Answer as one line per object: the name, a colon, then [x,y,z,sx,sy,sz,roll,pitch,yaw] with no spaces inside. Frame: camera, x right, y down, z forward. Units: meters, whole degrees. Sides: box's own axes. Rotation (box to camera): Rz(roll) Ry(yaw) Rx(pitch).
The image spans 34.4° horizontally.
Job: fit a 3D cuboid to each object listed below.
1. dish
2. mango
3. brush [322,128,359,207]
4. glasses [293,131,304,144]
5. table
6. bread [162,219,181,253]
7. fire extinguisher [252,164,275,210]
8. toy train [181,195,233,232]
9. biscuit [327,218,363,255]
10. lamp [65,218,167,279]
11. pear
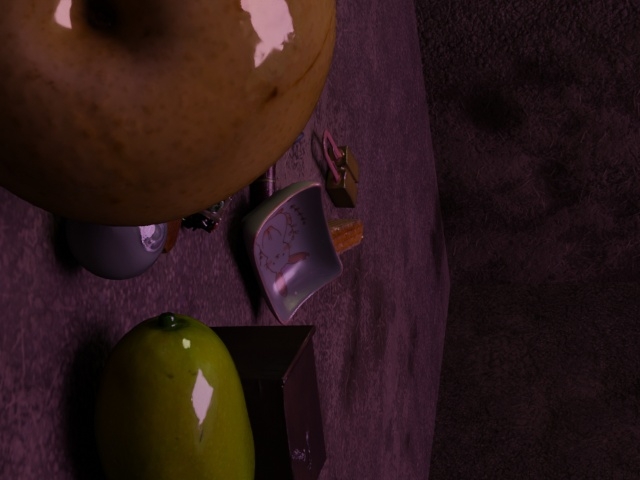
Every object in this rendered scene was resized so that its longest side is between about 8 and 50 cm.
dish: [-0.055,0.009,1.618,0.151,0.077,0.212,-42,140,-25]
mango: [-0.150,0.236,1.129,0.192,0.155,0.343,-71,157,-49]
brush: [0.030,-0.157,2.121,0.233,0.047,0.103,54,37,-64]
glasses: [-0.145,-0.205,1.273,0.234,0.118,0.269,-14,85,-47]
table: [-0.094,0.228,1.323,0.172,0.169,0.193,-53,139,-68]
bread: [-0.194,-0.025,1.196,0.085,0.053,0.085,8,90,-84]
fire extinguisher: [-0.090,-0.071,1.647,0.056,0.039,0.132,8,80,-52]
toy train: [-0.127,-0.094,1.413,0.085,0.053,0.250,-50,-169,32]
biscuit: [0.000,0.000,1.886,0.378,0.094,0.054,-23,111,-76]
lamp: [-0.205,-0.012,1.043,0.105,0.105,0.105,-2,90,-76]
pear: [-0.151,-0.184,0.825,0.348,0.348,0.349,-2,90,-76]
